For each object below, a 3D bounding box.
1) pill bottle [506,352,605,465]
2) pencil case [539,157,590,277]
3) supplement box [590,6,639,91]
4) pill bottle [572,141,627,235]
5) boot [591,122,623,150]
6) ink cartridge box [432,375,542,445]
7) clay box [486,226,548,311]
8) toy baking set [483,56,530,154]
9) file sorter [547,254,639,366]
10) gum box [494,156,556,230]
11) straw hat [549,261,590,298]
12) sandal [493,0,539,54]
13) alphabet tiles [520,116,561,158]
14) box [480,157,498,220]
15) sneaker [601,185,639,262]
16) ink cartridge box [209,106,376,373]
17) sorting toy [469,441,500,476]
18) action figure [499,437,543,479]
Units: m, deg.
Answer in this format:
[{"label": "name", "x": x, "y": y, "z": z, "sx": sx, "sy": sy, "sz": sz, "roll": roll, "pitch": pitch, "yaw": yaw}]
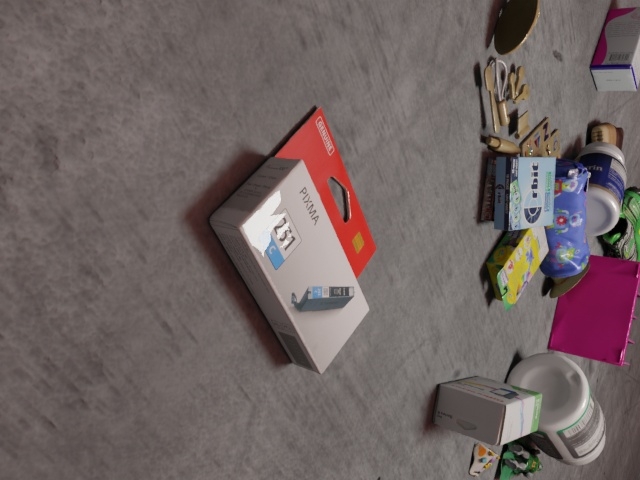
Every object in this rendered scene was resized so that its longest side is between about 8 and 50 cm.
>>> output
[{"label": "pill bottle", "x": 0.633, "y": 0.459, "z": 1.732, "sx": 0.361, "sy": 0.204, "sz": 0.204, "roll": 50, "pitch": 60, "yaw": -45}, {"label": "pencil case", "x": 0.598, "y": -0.057, "z": 1.617, "sx": 0.119, "sy": 0.133, "sz": 0.306, "roll": -67, "pitch": 149, "yaw": -56}, {"label": "supplement box", "x": 0.867, "y": -0.548, "z": 1.877, "sx": 0.114, "sy": 0.111, "sz": 0.220, "roll": 41, "pitch": 66, "yaw": -48}, {"label": "pill bottle", "x": 0.732, "y": -0.145, "z": 1.751, "sx": 0.265, "sy": 0.153, "sz": 0.153, "roll": -55, "pitch": 136, "yaw": -42}, {"label": "boot", "x": 0.862, "y": -0.225, "z": 1.958, "sx": 0.207, "sy": 0.090, "sz": 0.248, "roll": -5, "pitch": 98, "yaw": -49}, {"label": "ink cartridge box", "x": 0.363, "y": 0.362, "z": 1.410, "sx": 0.212, "sy": 0.154, "sz": 0.093, "roll": 5, "pitch": 94, "yaw": -51}, {"label": "clay box", "x": 0.458, "y": 0.047, "z": 1.537, "sx": 0.222, "sy": 0.053, "sz": 0.127, "roll": -47, "pitch": 130, "yaw": -28}, {"label": "toy baking set", "x": 0.394, "y": -0.286, "z": 1.414, "sx": 0.256, "sy": 0.030, "sz": 0.197, "roll": -4, "pitch": 98, "yaw": -51}, {"label": "file sorter", "x": 0.818, "y": 0.204, "z": 1.909, "sx": 0.182, "sy": 0.202, "sz": 0.291, "roll": 20, "pitch": 82, "yaw": -53}, {"label": "gum box", "x": 0.452, "y": -0.106, "z": 1.444, "sx": 0.184, "sy": 0.041, "sz": 0.157, "roll": -7, "pitch": 101, "yaw": -42}, {"label": "straw hat", "x": 0.661, "y": 0.087, "z": 1.793, "sx": 0.061, "sy": 0.144, "sz": 0.144, "roll": 45, "pitch": 54, "yaw": 0}, {"label": "sandal", "x": 0.429, "y": -0.479, "z": 1.363, "sx": 0.079, "sy": 0.088, "sz": 0.240, "roll": 25, "pitch": 73, "yaw": -45}, {"label": "alphabet tiles", "x": 0.558, "y": -0.122, "z": 1.666, "sx": 0.285, "sy": 0.011, "sz": 0.342, "roll": -41, "pitch": 128, "yaw": -39}, {"label": "box", "x": 0.393, "y": -0.110, "z": 1.446, "sx": 0.094, "sy": 0.027, "sz": 0.137, "roll": 0, "pitch": 97, "yaw": -52}, {"label": "sneaker", "x": 0.971, "y": -0.006, "z": 2.141, "sx": 0.146, "sy": 0.134, "sz": 0.343, "roll": -25, "pitch": 124, "yaw": -18}, {"label": "ink cartridge box", "x": 0.000, "y": 0.000, "z": 0.950, "sx": 0.261, "sy": 0.066, "sz": 0.296, "roll": -51, "pitch": 134, "yaw": -30}, {"label": "sorting toy", "x": 0.391, "y": 0.538, "z": 1.586, "sx": 0.075, "sy": 0.045, "sz": 0.083, "roll": -54, "pitch": 138, "yaw": -1}, {"label": "action figure", "x": 0.558, "y": 0.601, "z": 1.785, "sx": 0.232, "sy": 0.063, "sz": 0.137, "roll": 33, "pitch": 77, "yaw": -49}]
